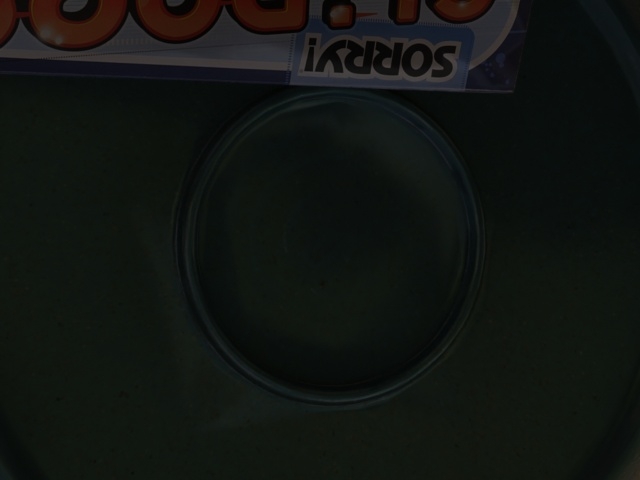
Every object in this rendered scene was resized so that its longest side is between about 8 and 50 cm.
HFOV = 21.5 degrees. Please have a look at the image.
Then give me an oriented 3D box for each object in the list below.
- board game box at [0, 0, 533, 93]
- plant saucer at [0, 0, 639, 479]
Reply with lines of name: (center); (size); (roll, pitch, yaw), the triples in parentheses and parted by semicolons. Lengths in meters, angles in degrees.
board game box: (-0.033, -0.108, 0.416); (0.201, 0.136, 0.035); (-1, -156, -24)
plant saucer: (0.000, 0.000, 0.542); (0.318, 0.317, 0.044); (25, 173, -18)
